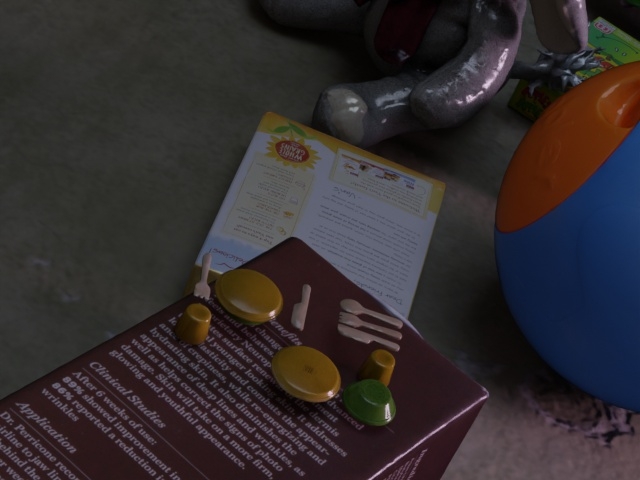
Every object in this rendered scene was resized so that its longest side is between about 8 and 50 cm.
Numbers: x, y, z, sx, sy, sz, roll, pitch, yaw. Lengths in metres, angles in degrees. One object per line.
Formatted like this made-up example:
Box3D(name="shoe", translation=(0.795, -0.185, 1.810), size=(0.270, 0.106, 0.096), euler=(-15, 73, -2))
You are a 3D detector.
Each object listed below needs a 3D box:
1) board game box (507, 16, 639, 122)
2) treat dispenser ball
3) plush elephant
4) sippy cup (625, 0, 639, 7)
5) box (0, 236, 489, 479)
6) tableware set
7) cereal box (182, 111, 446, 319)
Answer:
Box3D(name="board game box", translation=(0.271, -0.157, 1.914), size=(0.092, 0.043, 0.181), euler=(36, 38, 14))
Box3D(name="treat dispenser ball", translation=(0.282, -0.003, 1.526), size=(0.288, 0.288, 0.288), euler=(15, 37, -12))
Box3D(name="plush elephant", translation=(0.127, -0.247, 1.727), size=(0.330, 0.255, 0.271), euler=(0, 43, -12))
Box3D(name="sippy cup", translation=(0.440, -0.344, 2.033), size=(0.306, 0.224, 0.240), euler=(8, 19, -28))
Box3D(name="box", translation=(-0.081, 0.157, 1.254), size=(0.191, 0.143, 0.381), euler=(39, 41, 20))
Box3D(name="tableware set", translation=(-0.020, 0.070, 1.266), size=(0.154, 0.024, 0.104), euler=(19, 40, -8))
Box3D(name="cereal box", translation=(0.000, 0.000, 1.565), size=(0.173, 0.047, 0.240), euler=(23, 37, -1))
